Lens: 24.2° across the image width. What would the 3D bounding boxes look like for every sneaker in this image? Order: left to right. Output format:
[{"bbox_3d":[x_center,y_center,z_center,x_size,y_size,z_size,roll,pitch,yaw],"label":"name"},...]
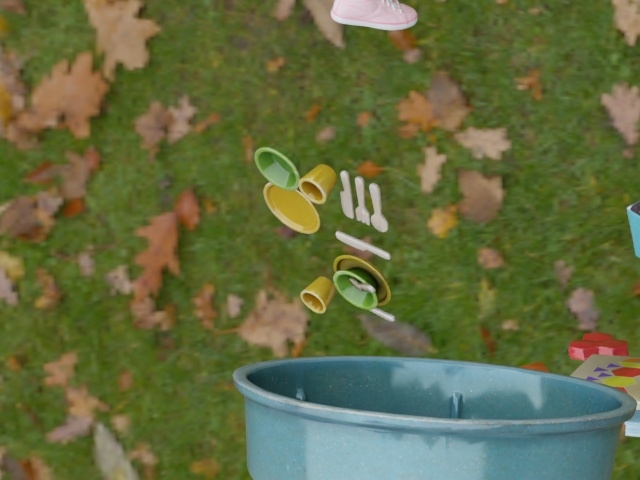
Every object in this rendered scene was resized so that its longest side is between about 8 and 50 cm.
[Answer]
[{"bbox_3d":[0.086,-0.353,2.206,0.051,0.134,0.070,-107,25,-49],"label":"sneaker"}]

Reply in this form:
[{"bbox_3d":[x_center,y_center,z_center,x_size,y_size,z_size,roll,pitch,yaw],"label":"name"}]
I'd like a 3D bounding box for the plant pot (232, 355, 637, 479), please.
[{"bbox_3d":[0.084,0.286,1.278,0.341,0.341,0.334,6,93,35],"label":"plant pot"}]

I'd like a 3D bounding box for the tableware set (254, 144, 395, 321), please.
[{"bbox_3d":[0.000,0.000,1.034,0.104,0.024,0.154,25,147,25],"label":"tableware set"}]

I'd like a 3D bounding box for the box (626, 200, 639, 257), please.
[{"bbox_3d":[0.400,0.014,1.397,0.244,0.101,0.060,41,153,57],"label":"box"}]

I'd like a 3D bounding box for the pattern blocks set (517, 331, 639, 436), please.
[{"bbox_3d":[0.382,0.179,1.851,0.285,0.325,0.026,5,105,35],"label":"pattern blocks set"}]
